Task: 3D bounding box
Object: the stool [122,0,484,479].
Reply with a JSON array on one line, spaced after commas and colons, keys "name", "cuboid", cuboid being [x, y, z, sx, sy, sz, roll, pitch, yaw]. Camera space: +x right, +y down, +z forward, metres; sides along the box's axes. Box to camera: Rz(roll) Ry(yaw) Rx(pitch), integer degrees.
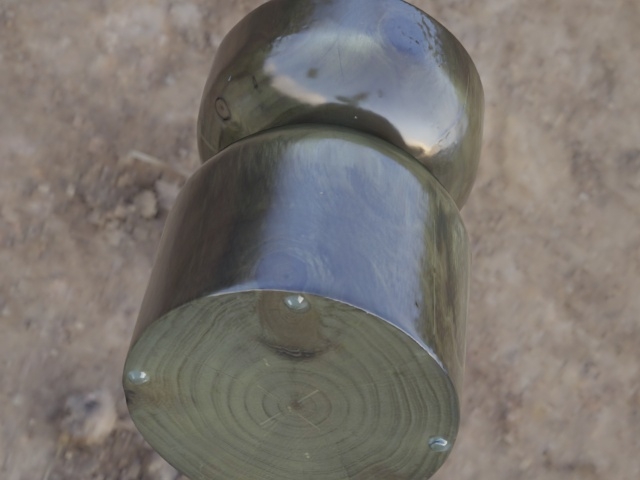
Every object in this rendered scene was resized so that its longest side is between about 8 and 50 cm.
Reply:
[{"name": "stool", "cuboid": [0.000, 0.000, 0.878, 0.179, 0.179, 0.264, 19, 42, -8]}]
